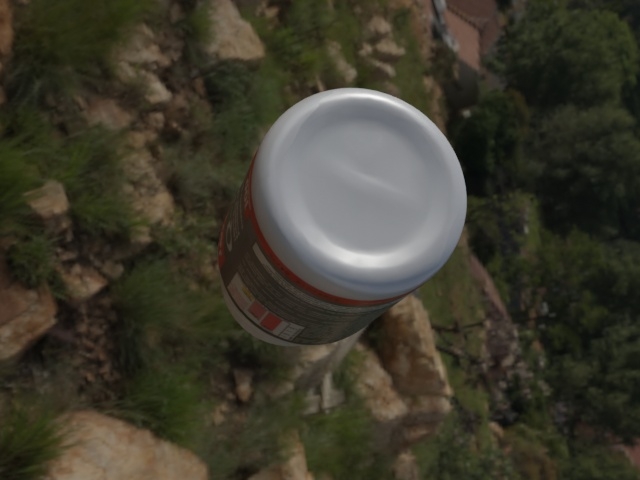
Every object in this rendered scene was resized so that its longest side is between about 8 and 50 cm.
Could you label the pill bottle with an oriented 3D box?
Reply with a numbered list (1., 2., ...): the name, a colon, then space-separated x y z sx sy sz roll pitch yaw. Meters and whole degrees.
1. pill bottle: 0.000 0.000 1.069 0.363 0.210 0.210 130 -45 -68
